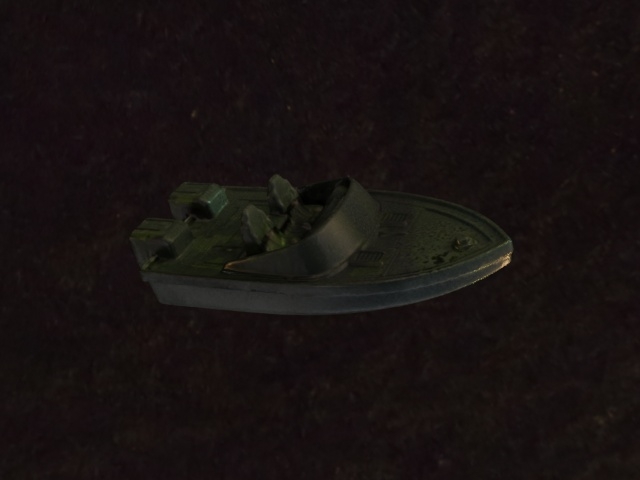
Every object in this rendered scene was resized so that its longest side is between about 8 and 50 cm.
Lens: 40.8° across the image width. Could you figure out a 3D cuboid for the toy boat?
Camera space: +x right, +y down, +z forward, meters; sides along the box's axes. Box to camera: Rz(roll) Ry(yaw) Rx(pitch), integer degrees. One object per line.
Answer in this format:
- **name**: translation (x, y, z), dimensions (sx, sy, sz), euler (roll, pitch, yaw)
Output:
- **toy boat**: translation (0.000, 0.000, 0.707), dimensions (0.320, 0.141, 0.092), euler (3, 125, 27)
